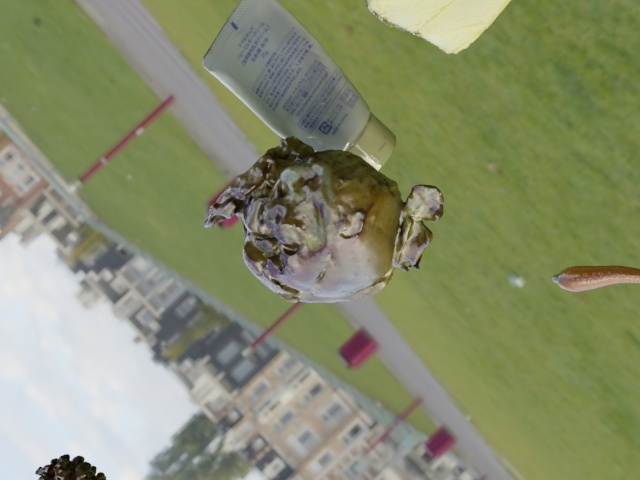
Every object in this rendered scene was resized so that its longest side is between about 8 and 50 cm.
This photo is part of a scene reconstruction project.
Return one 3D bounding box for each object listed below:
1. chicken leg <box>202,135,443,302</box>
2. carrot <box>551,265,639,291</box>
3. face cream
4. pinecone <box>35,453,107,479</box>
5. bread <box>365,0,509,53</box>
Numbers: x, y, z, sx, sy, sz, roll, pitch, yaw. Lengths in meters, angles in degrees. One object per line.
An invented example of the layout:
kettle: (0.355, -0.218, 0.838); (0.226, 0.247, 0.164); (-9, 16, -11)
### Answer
chicken leg: (-0.013, 0.002, 1.208); (0.211, 0.140, 0.361); (21, 166, -5)
carrot: (0.370, 0.049, 1.573); (0.142, 0.035, 0.035); (-4, 143, 33)
face cream: (-0.018, -0.157, 1.257); (0.224, 0.114, 0.070); (40, 158, -24)
pinecone: (-0.221, 0.248, 1.075); (0.109, 0.102, 0.102); (56, 178, 10)
bread: (0.160, -0.300, 1.051); (0.163, 0.264, 0.168); (15, -122, -52)
